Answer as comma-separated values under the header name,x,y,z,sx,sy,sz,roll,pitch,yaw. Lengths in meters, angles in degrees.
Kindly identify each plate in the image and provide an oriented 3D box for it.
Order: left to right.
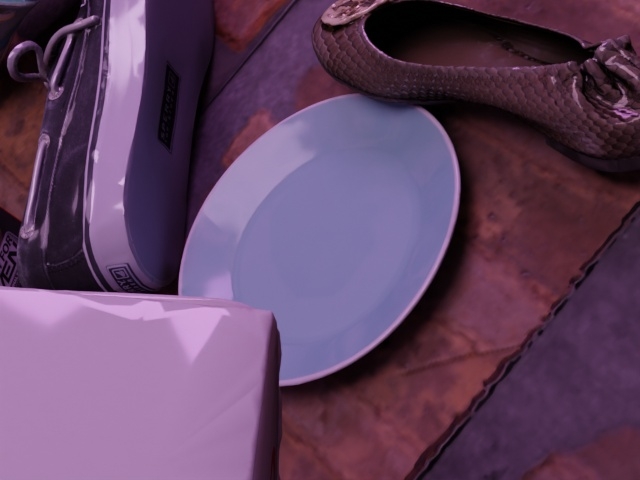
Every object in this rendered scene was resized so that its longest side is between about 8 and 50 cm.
name,x,y,z,sx,sy,sz,roll,pitch,yaw
plate,0.000,0.000,0.716,0.188,0.024,0.188,-20,51,27

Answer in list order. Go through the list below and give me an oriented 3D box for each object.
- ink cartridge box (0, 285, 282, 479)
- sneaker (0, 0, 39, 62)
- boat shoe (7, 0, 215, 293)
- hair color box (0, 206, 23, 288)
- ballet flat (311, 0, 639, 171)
name,x,y,z,sx,sy,sz,roll,pitch,yaw
ink cartridge box,-0.108,0.249,0.392,0.166,0.285,0.395,5,51,1
sneaker,-0.264,-0.182,0.916,0.319,0.127,0.208,-51,18,14
boat shoe,-0.139,-0.102,0.833,0.105,0.113,0.306,-7,65,18
hair color box,-0.239,0.003,0.816,0.043,0.141,0.072,-5,59,36
ballet flat,0.084,-0.102,0.681,0.084,0.058,0.250,-37,41,-22
